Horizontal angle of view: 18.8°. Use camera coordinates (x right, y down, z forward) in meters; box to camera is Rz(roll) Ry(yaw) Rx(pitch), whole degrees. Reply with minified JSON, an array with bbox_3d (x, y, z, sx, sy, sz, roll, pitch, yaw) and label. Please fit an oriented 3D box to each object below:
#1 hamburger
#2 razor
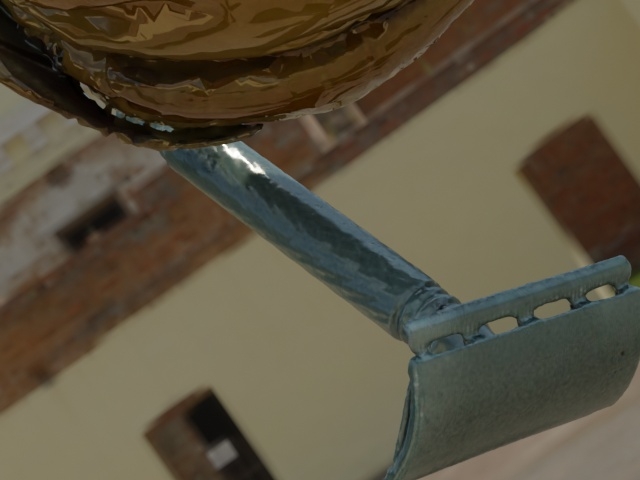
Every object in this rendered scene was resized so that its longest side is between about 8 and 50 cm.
[{"bbox_3d":[-0.046,-0.186,0.679,0.318,0.319,0.158,-35,-18,-5],"label":"hamburger"},{"bbox_3d":[0.000,0.000,0.711,0.106,0.232,0.068,-14,-54,-37],"label":"razor"}]
